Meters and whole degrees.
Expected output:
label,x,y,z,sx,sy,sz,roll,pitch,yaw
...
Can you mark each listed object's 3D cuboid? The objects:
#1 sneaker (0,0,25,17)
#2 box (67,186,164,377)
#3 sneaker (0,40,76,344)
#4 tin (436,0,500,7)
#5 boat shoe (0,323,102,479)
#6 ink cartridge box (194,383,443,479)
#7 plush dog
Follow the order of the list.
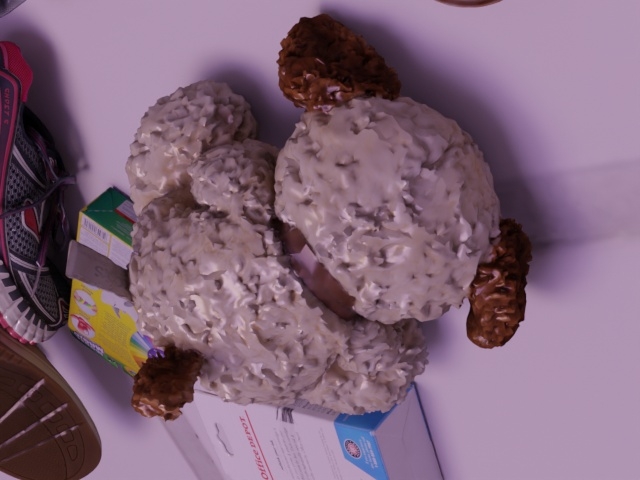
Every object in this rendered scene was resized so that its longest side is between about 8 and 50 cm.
label,x,y,z,sx,sy,sz,roll,pitch,yaw
sneaker,-0.268,-0.217,0.819,0.269,0.101,0.153,3,123,37
box,-0.154,0.050,1.003,0.105,0.043,0.179,34,138,12
sneaker,-0.246,-0.026,0.971,0.121,0.112,0.299,53,164,35
tin,0.045,-0.204,0.604,0.106,0.040,0.189,-29,102,46
boat shoe,-0.299,0.099,1.068,0.109,0.098,0.302,-33,120,12
ink cartridge box,-0.004,0.150,0.940,0.180,0.060,0.104,8,129,37
plush dog,0.000,0.000,0.727,0.225,0.210,0.262,-36,97,28
